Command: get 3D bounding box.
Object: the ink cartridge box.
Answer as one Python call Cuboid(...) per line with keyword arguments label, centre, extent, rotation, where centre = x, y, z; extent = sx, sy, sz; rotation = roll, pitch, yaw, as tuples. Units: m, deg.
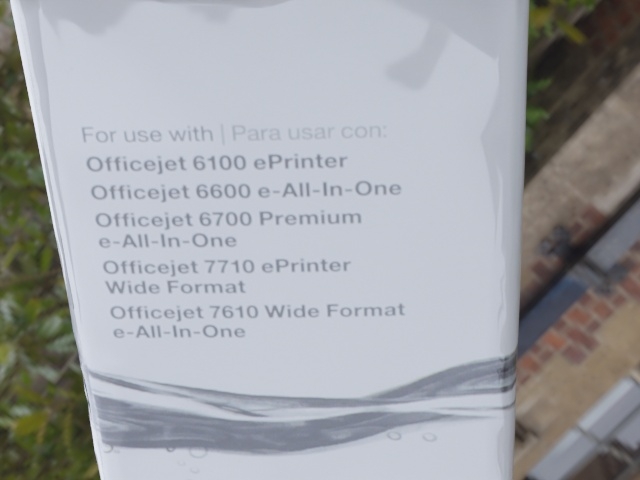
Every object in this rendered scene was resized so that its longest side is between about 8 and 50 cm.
Cuboid(label="ink cartridge box", centre=(0.000, 0.000, 0.501), extent=(0.129, 0.307, 0.223), rotation=(0, -145, 4))
